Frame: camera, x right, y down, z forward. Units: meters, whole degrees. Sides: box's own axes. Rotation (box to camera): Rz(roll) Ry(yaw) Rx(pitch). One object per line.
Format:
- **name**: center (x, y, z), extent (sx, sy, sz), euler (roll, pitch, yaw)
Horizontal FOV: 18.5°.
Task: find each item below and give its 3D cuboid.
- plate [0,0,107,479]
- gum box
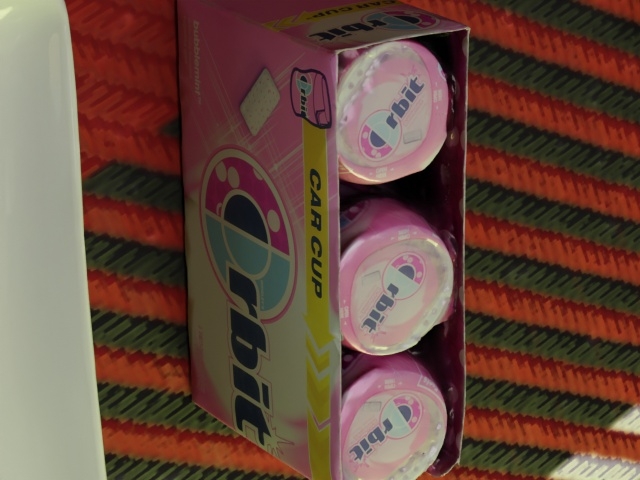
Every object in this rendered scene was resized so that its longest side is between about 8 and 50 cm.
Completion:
- **plate**: center (-0.207, 0.063, 0.672), extent (0.278, 0.045, 0.277), euler (-17, 118, -31)
- **gum box**: center (0.000, 0.000, 0.759), extent (0.062, 0.107, 0.188), euler (-15, 117, -31)
